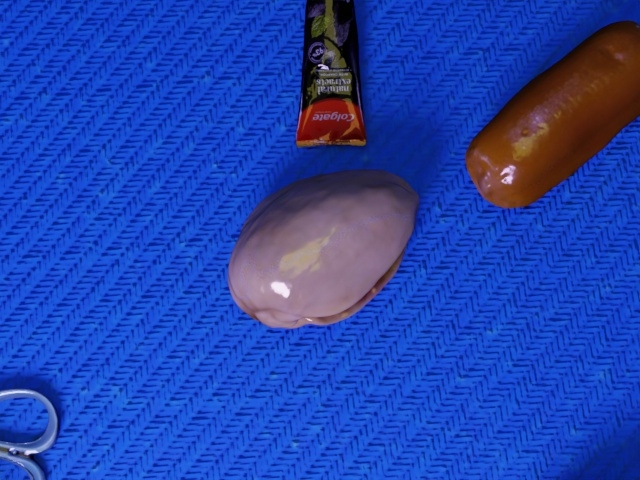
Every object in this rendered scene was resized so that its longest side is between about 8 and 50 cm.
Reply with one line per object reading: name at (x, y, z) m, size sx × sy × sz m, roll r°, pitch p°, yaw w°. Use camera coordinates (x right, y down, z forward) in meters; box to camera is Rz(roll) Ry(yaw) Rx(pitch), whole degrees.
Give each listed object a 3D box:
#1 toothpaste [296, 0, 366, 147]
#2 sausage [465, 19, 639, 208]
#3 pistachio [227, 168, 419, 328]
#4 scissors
toothpaste at (0.012, -0.189, 1.668) m, size 0.071 × 0.045 × 0.193 m, roll 1°, pitch 82°, yaw 2°
sausage at (0.242, -0.125, 1.618) m, size 0.238 × 0.098 × 0.098 m, roll -40°, pitch 78°, yaw -8°
pistachio at (0.000, 0.000, 1.582) m, size 0.200 × 0.117 × 0.145 m, roll -39°, pitch 73°, yaw -8°
scissors at (-0.383, 0.185, 1.594) m, size 0.256 × 0.030 × 0.125 m, roll 12°, pitch 78°, yaw 2°
